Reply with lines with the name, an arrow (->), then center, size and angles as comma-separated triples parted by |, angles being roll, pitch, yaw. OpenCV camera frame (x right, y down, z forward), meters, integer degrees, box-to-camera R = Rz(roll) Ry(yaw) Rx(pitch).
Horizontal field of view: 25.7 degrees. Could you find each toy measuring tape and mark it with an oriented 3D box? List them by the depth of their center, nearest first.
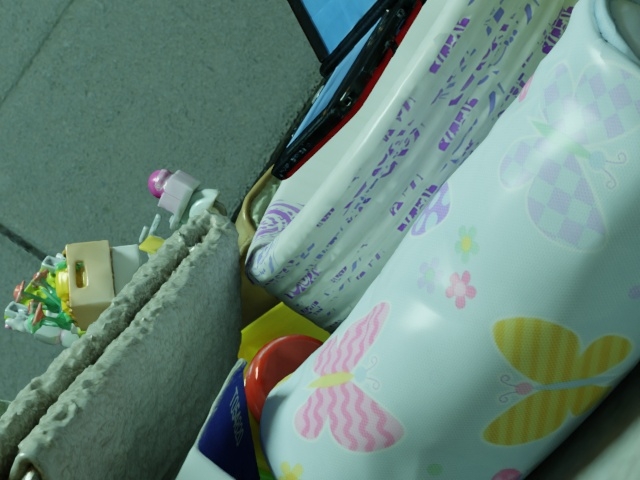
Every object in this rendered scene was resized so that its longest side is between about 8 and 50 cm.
toy measuring tape -> 0.019, 0.080, 0.960 | 0.330, 0.121, 0.121 | -34, -4, -29

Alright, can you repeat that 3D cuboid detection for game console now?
game console -> -0.007, -0.118, 0.775 | 0.124, 0.085, 0.144 | -59, 7, -20

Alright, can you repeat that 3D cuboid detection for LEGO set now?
LEGO set -> -0.147, 0.030, 0.872 | 0.287, 0.107, 0.132 | -48, -24, -77

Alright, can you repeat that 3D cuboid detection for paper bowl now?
paper bowl -> 0.089, -0.059, 0.802 | 0.284, 0.148, 0.284 | -54, 8, 11

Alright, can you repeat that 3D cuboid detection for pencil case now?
pencil case -> 0.083, 0.021, 0.610 | 0.273, 0.113, 0.124 | -53, 33, 27

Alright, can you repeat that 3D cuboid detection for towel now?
towel -> -0.091, 0.117, 0.712 | 0.282, 0.049, 0.187 | -57, -30, -61

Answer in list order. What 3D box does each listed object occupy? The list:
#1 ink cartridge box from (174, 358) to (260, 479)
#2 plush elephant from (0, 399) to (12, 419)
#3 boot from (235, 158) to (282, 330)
ink cartridge box -> -0.060, 0.203, 0.668 | 0.223, 0.045, 0.224 | 86, -153, -56
plush elephant -> -0.204, 0.248, 0.873 | 0.330, 0.272, 0.255 | -32, -19, 0
boot -> 0.000, 0.000, 1.082 | 0.236, 0.089, 0.269 | -47, -9, -33
